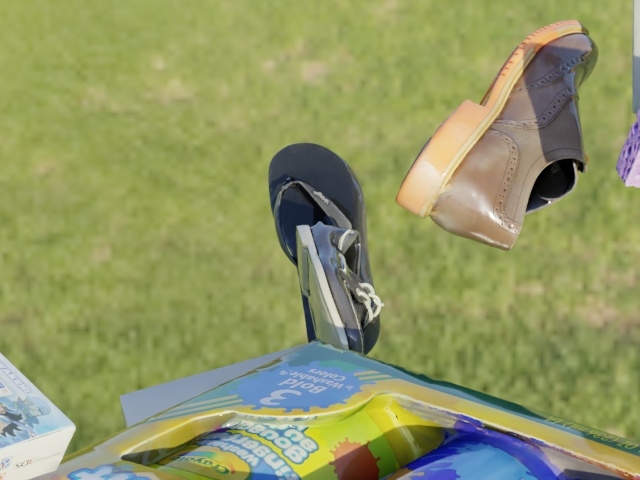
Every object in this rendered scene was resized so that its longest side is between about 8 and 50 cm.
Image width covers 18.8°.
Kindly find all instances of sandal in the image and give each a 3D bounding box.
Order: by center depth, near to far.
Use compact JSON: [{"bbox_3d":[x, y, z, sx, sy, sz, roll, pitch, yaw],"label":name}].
[{"bbox_3d":[0.001,0.000,1.875,0.054,0.097,0.254,30,33,-46],"label":"sandal"}]

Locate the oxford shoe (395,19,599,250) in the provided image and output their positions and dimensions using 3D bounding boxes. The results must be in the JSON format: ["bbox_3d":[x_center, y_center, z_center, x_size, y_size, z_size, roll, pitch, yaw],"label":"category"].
[{"bbox_3d":[0.207,-0.099,1.909,0.133,0.130,0.363,35,44,9],"label":"oxford shoe"}]

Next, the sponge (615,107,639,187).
[{"bbox_3d":[0.363,-0.087,1.622,0.210,0.117,0.031,6,38,-18],"label":"sponge"}]

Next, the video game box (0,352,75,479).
[{"bbox_3d":[-0.291,0.092,1.236,0.205,0.048,0.187,40,32,25],"label":"video game box"}]

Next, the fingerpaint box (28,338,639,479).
[{"bbox_3d":[0.043,0.236,1.260,0.445,0.163,0.371,16,26,39],"label":"fingerpaint box"}]

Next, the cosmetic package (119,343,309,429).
[{"bbox_3d":[-0.096,0.183,2.126,0.239,0.099,0.060,-15,65,-9],"label":"cosmetic package"}]

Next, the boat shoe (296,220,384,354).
[{"bbox_3d":[0.022,0.042,1.682,0.065,0.075,0.206,-5,28,-8],"label":"boat shoe"}]

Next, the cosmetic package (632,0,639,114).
[{"bbox_3d":[0.417,-0.333,1.800,0.161,0.453,0.230,24,45,35],"label":"cosmetic package"}]
